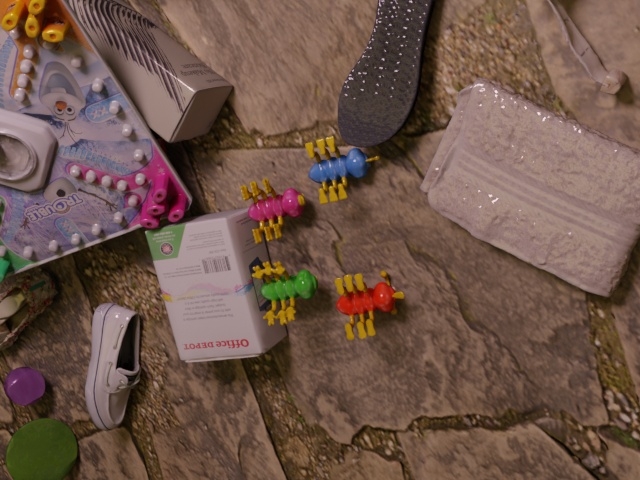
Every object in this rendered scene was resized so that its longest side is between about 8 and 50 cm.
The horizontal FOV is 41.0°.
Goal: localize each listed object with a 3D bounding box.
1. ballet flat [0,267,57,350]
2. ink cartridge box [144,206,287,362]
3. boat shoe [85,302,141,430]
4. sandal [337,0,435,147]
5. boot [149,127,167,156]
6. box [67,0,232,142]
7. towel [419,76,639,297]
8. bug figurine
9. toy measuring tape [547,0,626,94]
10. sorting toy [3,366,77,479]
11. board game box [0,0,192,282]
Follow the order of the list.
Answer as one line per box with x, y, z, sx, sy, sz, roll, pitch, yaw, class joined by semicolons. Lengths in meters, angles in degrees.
-0.558;0.130;1.515;0.241;0.077;0.091;-42;85;29;ballet flat
-0.156;0.068;1.294;0.154;0.093;0.213;-9;99;28;ink cartridge box
-0.341;0.219;1.432;0.075;0.083;0.226;9;107;25;boat shoe
0.097;-0.239;1.113;0.097;0.054;0.255;22;104;11;sandal
-0.345;-0.130;1.335;0.244;0.088;0.176;-3;103;18;boot
-0.272;-0.263;1.245;0.275;0.113;0.094;38;116;10;box
0.275;-0.069;1.072;0.282;0.049;0.187;28;115;16;towel
0.000;0.000;1.205;0.216;0.072;0.279;-9;96;19;bug figurine
0.282;-0.326;0.963;0.121;0.121;0.330;-33;97;29;toy measuring tape
-0.525;0.407;1.585;0.126;0.127;0.366;0;103;56;sorting toy
-0.438;-0.117;1.192;0.389;0.050;0.390;-19;127;12;board game box
